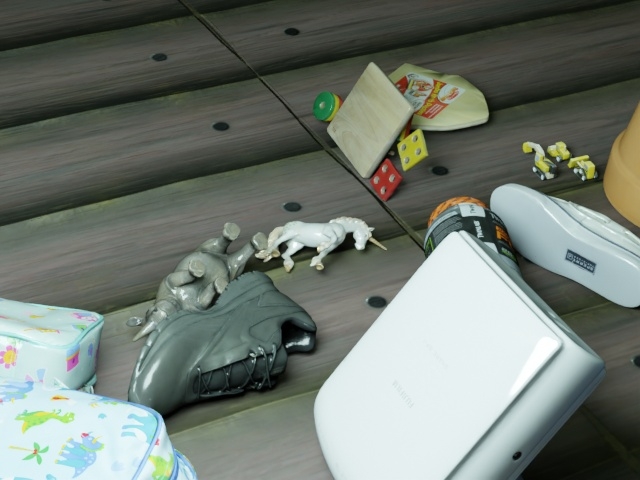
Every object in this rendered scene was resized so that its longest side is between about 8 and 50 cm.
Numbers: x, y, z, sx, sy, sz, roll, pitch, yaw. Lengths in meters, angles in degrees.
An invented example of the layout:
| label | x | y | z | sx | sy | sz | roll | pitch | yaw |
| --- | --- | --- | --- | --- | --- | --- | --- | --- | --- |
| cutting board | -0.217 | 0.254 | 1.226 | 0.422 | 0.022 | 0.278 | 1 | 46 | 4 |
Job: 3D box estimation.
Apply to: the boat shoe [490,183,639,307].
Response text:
| label | x | y | z | sx | sy | sz | roll | pitch | yaw |
| --- | --- | --- | --- | --- | --- | --- | --- | --- | --- |
| boat shoe | 0.358 | -0.006 | 2.048 | 0.267 | 0.096 | 0.088 | 29 | 38 | 31 |

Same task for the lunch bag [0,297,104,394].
| label | x | y | z | sx | sy | sz | roll | pitch | yaw |
| --- | --- | --- | --- | --- | --- | --- | --- | --- | --- |
| lunch bag | -0.393 | 0.128 | 1.732 | 0.279 | 0.107 | 0.224 | 9 | 6 | 4 |

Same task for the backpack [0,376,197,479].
| label | x | y | z | sx | sy | sz | roll | pitch | yaw |
| --- | --- | --- | --- | --- | --- | --- | --- | --- | --- |
| backpack | -0.298 | 0.272 | 1.487 | 0.356 | 0.273 | 0.290 | 23 | 29 | 6 |

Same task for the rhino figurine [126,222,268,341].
| label | x | y | z | sx | sy | sz | roll | pitch | yaw |
| --- | --- | --- | --- | --- | --- | --- | --- | --- | --- |
| rhino figurine | -0.167 | 0.065 | 1.903 | 0.073 | 0.106 | 0.243 | 49 | 43 | -5 |

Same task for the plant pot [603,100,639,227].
| label | x | y | z | sx | sy | sz | roll | pitch | yaw |
| --- | --- | --- | --- | --- | --- | --- | --- | --- | --- |
| plant pot | 0.576 | -0.150 | 2.178 | 0.291 | 0.203 | 0.291 | 3 | 34 | -2 |

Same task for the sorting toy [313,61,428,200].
| label | x | y | z | sx | sy | sz | roll | pitch | yaw |
| --- | --- | --- | --- | --- | --- | --- | --- | --- | --- |
| sorting toy | 0.090 | -0.173 | 2.248 | 0.046 | 0.132 | 0.274 | 16 | 27 | -39 |

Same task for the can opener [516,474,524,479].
| label | x | y | z | sx | sy | sz | roll | pitch | yaw |
| --- | --- | --- | --- | --- | --- | --- | --- | --- | --- |
| can opener | 0.179 | 0.279 | 1.655 | 0.095 | 0.076 | 0.283 | -25 | 38 | 2 |

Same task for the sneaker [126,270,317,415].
| label | x | y | z | sx | sy | sz | roll | pitch | yaw |
| --- | --- | --- | --- | --- | --- | --- | --- | --- | --- |
| sneaker | -0.114 | 0.137 | 1.798 | 0.130 | 0.109 | 0.286 | 31 | 45 | 25 |

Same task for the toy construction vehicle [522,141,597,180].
| label | x | y | z | sx | sy | sz | roll | pitch | yaw |
| --- | --- | --- | --- | --- | --- | --- | --- | --- | --- |
| toy construction vehicle | 0.365 | -0.125 | 2.271 | 0.086 | 0.035 | 0.098 | -10 | 37 | -19 |

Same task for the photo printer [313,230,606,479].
| label | x | y | z | sx | sy | sz | roll | pitch | yaw |
| --- | --- | --- | --- | --- | --- | --- | --- | --- | --- |
| photo printer | 0.132 | 0.173 | 1.622 | 0.107 | 0.307 | 0.256 | 31 | 14 | -39 |

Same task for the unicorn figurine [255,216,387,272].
| label | x | y | z | sx | sy | sz | roll | pitch | yaw |
| --- | --- | --- | --- | --- | --- | --- | --- | --- | --- |
| unicorn figurine | 0.000 | 0.000 | 2.037 | 0.162 | 0.060 | 0.111 | 13 | 36 | 14 |

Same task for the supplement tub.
| label | x | y | z | sx | sy | sz | roll | pitch | yaw |
| --- | --- | --- | --- | --- | --- | --- | --- | --- | --- |
| supplement tub | 0.200 | 0.031 | 1.960 | 0.117 | 0.117 | 0.190 | -1 | 36 | -6 |

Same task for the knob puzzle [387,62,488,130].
| label | x | y | z | sx | sy | sz | roll | pitch | yaw |
| --- | --- | --- | --- | --- | --- | --- | --- | --- | --- |
| knob puzzle | 0.179 | -0.215 | 2.390 | 0.213 | 0.030 | 0.213 | 2 | 34 | -2 |
